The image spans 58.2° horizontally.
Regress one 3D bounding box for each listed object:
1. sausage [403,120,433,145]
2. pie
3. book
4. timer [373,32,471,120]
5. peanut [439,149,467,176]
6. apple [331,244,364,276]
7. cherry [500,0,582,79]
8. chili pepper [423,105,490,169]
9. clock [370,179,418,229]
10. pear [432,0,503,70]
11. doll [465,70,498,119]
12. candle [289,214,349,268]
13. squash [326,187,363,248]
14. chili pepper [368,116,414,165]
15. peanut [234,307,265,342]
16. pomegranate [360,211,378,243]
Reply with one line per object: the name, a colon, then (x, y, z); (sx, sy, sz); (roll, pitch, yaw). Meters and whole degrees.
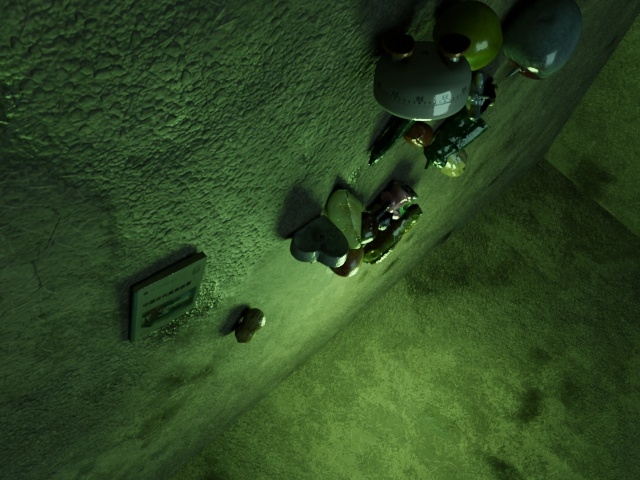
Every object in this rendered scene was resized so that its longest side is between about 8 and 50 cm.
sausage: (0.320, -0.347, 1.874); (0.089, 0.089, 0.179); (-49, 165, 16)
pie: (0.298, -0.024, 2.438); (0.288, 0.103, 0.355); (-44, 179, -40)
book: (-0.407, 0.154, 1.517); (0.215, 0.025, 0.283); (-30, 160, -33)
timer: (0.241, -0.366, 1.383); (0.233, 0.233, 0.240); (-34, 143, -28)
peanut: (0.527, -0.324, 2.291); (0.111, 0.125, 0.274); (-63, 161, 0)
apple: (0.098, 0.061, 2.213); (0.131, 0.146, 0.146); (-54, 170, -34)
cherry: (0.690, -0.629, 1.807); (0.296, 0.218, 0.255); (-60, 159, 13)
chili pepper: (0.477, -0.363, 2.110); (0.270, 0.099, 0.136); (-45, 129, 17)
clock: (0.276, -0.129, 2.233); (0.195, 0.100, 0.194); (-48, 164, 17)
pear: (0.348, -0.506, 1.457); (0.216, 0.166, 0.180); (-19, 177, 9)
doll: (0.554, -0.504, 1.975); (0.316, 0.103, 0.145); (-26, 151, -59)
candle: (0.000, 0.000, 1.869); (0.068, 0.192, 0.168); (110, -12, -53)
squash: (0.070, -0.070, 1.902); (0.252, 0.093, 0.169); (24, 67, -72)
chili pepper: (0.216, -0.313, 1.757); (0.227, 0.059, 0.088); (-50, 173, 31)
peanut: (-0.260, 0.313, 2.111); (0.089, 0.089, 0.193); (-20, 155, -51)
pomegranate: (0.151, -0.050, 2.131); (0.130, 0.130, 0.130); (-39, 162, -15)
